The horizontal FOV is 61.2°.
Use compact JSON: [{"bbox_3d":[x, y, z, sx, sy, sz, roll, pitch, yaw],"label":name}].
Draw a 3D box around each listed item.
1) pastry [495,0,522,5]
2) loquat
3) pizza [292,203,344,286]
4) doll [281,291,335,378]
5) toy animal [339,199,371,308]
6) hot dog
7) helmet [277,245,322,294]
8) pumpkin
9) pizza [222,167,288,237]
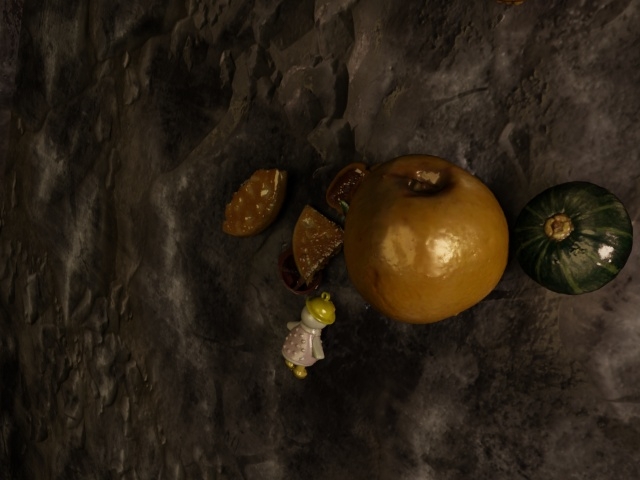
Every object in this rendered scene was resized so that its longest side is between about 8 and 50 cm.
[{"bbox_3d":[0.300,-0.488,0.777,0.255,0.161,0.311,-20,80,37],"label":"pastry"},{"bbox_3d":[0.169,0.006,0.885,0.274,0.274,0.275,5,97,38],"label":"loquat"},{"bbox_3d":[0.000,0.000,1.132,0.130,0.041,0.178,-19,67,19],"label":"pizza"},{"bbox_3d":[-0.026,0.198,1.161,0.129,0.081,0.207,41,116,42],"label":"doll"},{"bbox_3d":[0.086,0.025,1.059,0.041,0.075,0.217,-20,78,38],"label":"toy animal"},{"bbox_3d":[0.072,-0.108,1.068,0.090,0.060,0.140,50,129,19],"label":"hot dog"},{"bbox_3d":[-0.040,0.070,1.175,0.089,0.057,0.111,-28,70,0],"label":"helmet"},{"bbox_3d":[0.367,-0.002,0.796,0.167,0.125,0.167,-11,66,27],"label":"pumpkin"},{"bbox_3d":[-0.143,-0.081,1.240,0.127,0.058,0.246,52,124,21],"label":"pizza"}]
